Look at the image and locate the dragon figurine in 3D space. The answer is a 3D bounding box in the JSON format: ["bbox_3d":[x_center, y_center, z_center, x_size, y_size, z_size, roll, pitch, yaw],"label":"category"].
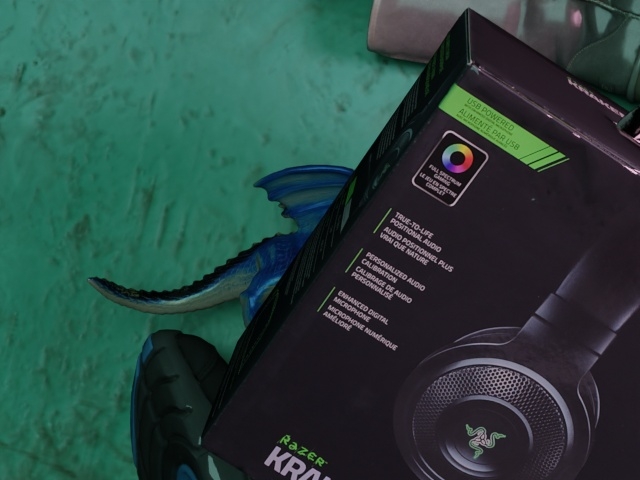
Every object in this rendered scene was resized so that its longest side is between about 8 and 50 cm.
[{"bbox_3d":[0.000,0.000,0.860,0.289,0.085,0.144,6,81,11],"label":"dragon figurine"}]

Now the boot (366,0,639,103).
[{"bbox_3d":[0.152,-0.193,0.878,0.208,0.076,0.190,18,82,21],"label":"boot"}]

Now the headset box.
[{"bbox_3d":[0.115,0.045,0.716,0.246,0.131,0.283,33,112,-7],"label":"headset box"}]

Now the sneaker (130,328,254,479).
[{"bbox_3d":[-0.009,0.191,0.826,0.139,0.125,0.341,-17,58,-33],"label":"sneaker"}]
